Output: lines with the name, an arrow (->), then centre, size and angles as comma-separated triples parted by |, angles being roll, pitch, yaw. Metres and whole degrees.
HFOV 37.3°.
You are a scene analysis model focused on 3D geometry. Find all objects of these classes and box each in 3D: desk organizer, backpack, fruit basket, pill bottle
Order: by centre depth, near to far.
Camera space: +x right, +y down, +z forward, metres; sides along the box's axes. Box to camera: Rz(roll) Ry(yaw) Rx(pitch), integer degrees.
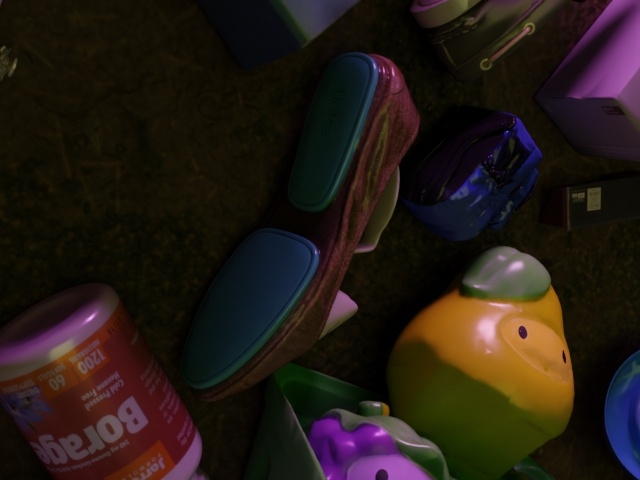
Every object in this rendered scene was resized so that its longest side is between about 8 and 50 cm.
pill bottle -> -0.173, 0.152, 0.778 | 0.121, 0.121, 0.216 | -33, 111, -16
fruit basket -> 0.136, 0.201, 0.869 | 0.392, 0.283, 0.392 | -7, 117, -14
backpack -> 0.143, -0.055, 0.903 | 0.120, 0.098, 0.101 | -47, 118, -12
desk organizer -> 0.297, -0.044, 1.002 | 0.130, 0.050, 0.047 | -9, 102, -23

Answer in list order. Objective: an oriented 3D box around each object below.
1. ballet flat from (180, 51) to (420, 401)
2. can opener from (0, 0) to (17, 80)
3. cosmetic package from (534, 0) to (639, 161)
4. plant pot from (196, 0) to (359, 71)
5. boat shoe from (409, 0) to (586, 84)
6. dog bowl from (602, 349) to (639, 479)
ballet flat -> 0.000, 0.000, 0.854 | 0.124, 0.116, 0.342 | 31, 81, -45
can opener -> -0.243, -0.227, 0.708 | 0.093, 0.074, 0.280 | 22, 89, -25
cosmetic package -> 0.345, -0.197, 0.958 | 0.107, 0.127, 0.238 | 41, 83, -25
plant pot -> -0.051, -0.283, 0.743 | 0.165, 0.166, 0.234 | -43, 107, -13
boat shoe -> 0.227, -0.264, 0.905 | 0.305, 0.109, 0.091 | -35, 112, -9
dog bowl -> 0.443, 0.230, 1.025 | 0.297, 0.074, 0.166 | 27, 73, 10
